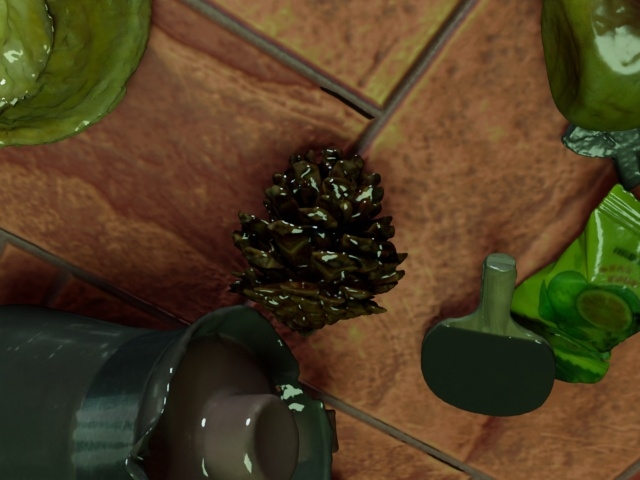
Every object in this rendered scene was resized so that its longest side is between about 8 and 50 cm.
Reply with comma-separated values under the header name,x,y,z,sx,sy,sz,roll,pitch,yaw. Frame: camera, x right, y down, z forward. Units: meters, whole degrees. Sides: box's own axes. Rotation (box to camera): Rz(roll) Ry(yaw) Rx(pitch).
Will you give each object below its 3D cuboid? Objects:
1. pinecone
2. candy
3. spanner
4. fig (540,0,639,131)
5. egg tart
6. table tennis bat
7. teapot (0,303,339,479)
name,x,y,z,sx,sy,sz,roll,pitch,yaw
pinecone,0.000,0.000,0.814,0.173,0.174,0.174,2,123,3
candy,0.270,0.052,0.873,0.149,0.069,0.246,26,144,-7
spanner,0.376,-0.084,0.810,0.325,0.026,0.093,2,122,1
fig,0.238,-0.157,0.710,0.154,0.144,0.166,-10,141,-34
egg tart,-0.280,-0.194,0.727,0.290,0.115,0.290,3,123,4
table tennis bat,0.169,0.104,0.912,0.138,0.022,0.247,8,137,13
teapot,-0.168,0.201,0.856,0.361,0.376,0.306,-10,79,31
